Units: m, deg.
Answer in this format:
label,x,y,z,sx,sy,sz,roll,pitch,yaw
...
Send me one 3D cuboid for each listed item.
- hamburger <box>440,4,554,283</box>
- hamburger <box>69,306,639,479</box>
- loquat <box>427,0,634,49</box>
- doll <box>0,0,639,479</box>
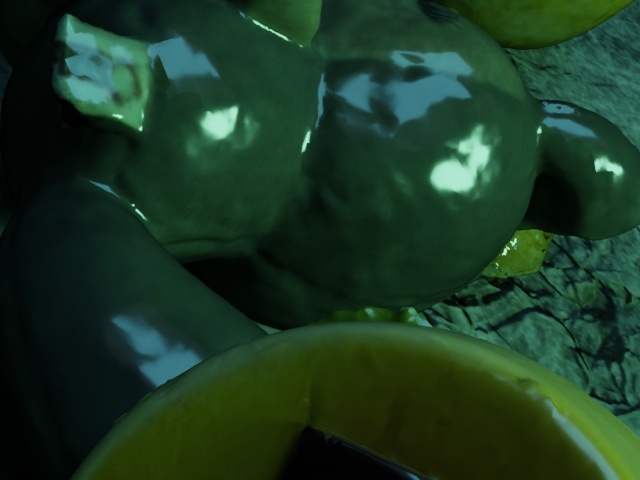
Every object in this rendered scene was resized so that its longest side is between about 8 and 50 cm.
label,x,y,z,sx,sy,sz,roll,pitch,yaw
hamburger,0.085,-0.072,1.321,0.206,0.130,0.183,38,33,-8
hamburger,0.018,0.166,0.783,0.300,0.300,0.176,51,-3,17
loquat,0.169,-0.299,1.584,0.276,0.276,0.284,48,35,13
doll,-0.019,0.014,1.069,0.382,0.252,0.379,18,69,-28
